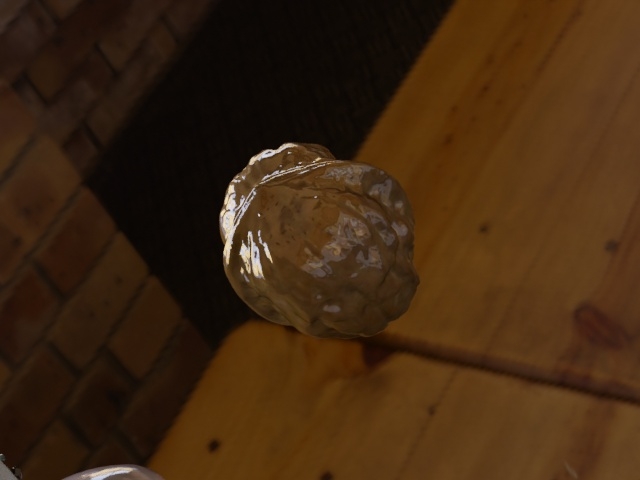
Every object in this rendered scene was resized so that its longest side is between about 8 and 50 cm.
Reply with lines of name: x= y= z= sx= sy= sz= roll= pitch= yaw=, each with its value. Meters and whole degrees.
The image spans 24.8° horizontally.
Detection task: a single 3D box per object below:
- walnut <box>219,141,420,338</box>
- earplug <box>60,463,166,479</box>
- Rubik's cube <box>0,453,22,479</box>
walnut: x=0.000 y=0.000 z=0.618 sx=0.082 sy=0.096 sz=0.079 roll=-43 pitch=46 yaw=7
earplug: x=-0.222 y=0.284 z=1.251 sx=0.301 sy=0.172 sz=0.172 roll=-44 pitch=32 yaw=35
Rubik's cube: x=-0.144 y=0.193 z=0.494 sx=0.213 sy=0.224 sz=0.265 roll=41 pitch=103 yaw=26
